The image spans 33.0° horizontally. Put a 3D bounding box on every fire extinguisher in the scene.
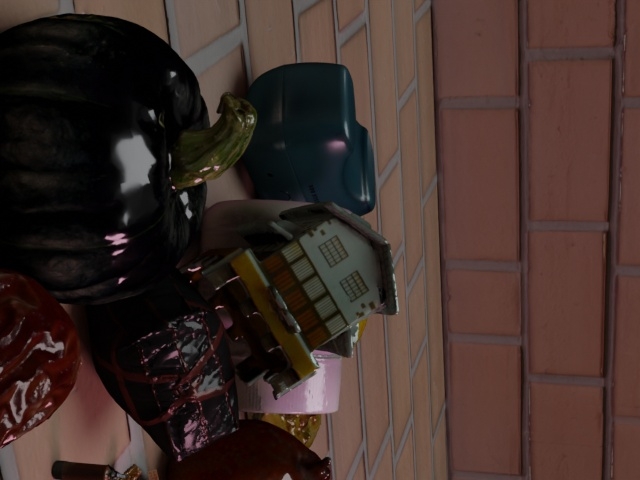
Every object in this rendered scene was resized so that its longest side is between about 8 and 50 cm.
[{"bbox_3d":[-0.261,0.263,1.225,0.028,0.083,0.022,46,47,-69],"label":"fire extinguisher"}]

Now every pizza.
[{"bbox_3d":[-0.055,0.320,1.974,0.258,0.087,0.268,-64,153,-50],"label":"pizza"}]

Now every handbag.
[{"bbox_3d":[-0.186,0.138,1.290,0.155,0.169,0.215,-29,127,-20],"label":"handbag"}]

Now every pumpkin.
[{"bbox_3d":[-0.198,-0.077,1.069,0.296,0.295,0.296,2,90,-74],"label":"pumpkin"}]

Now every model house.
[{"bbox_3d":[-0.037,0.062,1.377,0.198,0.215,0.224,61,-17,-6],"label":"model house"}]

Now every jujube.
[{"bbox_3d":[-0.311,0.119,0.933,0.230,0.155,0.155,-44,135,-56],"label":"jujube"}]

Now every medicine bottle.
[{"bbox_3d":[-0.064,0.100,1.609,0.241,0.241,0.302,15,77,-74],"label":"medicine bottle"}]

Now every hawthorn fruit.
[{"bbox_3d":[-0.089,0.352,1.535,0.208,0.248,0.208,-16,90,-70],"label":"hawthorn fruit"}]

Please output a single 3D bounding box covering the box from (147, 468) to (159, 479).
[{"bbox_3d":[-0.212,0.358,1.439,0.058,0.015,0.093,93,-21,-55],"label":"box"}]

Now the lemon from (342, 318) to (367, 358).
[{"bbox_3d":[-0.019,0.107,1.858,0.204,0.204,0.260,-49,128,-66],"label":"lemon"}]

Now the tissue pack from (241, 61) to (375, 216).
[{"bbox_3d":[-0.027,-0.156,1.813,0.287,0.206,0.198,67,20,-59],"label":"tissue pack"}]

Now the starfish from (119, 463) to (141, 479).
[{"bbox_3d":[-0.258,0.396,1.334,0.240,0.043,0.227,-3,94,-72],"label":"starfish"}]
